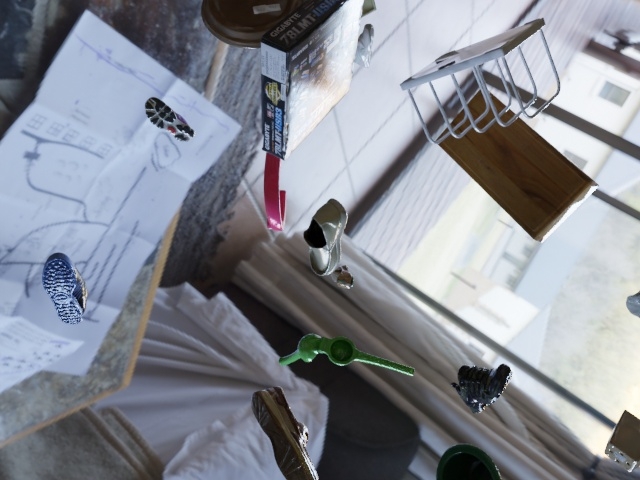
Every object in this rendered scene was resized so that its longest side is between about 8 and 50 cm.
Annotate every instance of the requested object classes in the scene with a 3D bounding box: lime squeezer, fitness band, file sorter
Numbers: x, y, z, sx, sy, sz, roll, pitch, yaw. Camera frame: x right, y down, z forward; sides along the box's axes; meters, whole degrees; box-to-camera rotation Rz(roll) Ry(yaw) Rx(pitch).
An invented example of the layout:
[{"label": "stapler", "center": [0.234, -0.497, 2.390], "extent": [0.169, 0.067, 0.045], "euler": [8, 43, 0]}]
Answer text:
[{"label": "lime squeezer", "center": [0.024, 0.232, 1.275], "extent": [0.059, 0.310, 0.110], "euler": [-59, 135, -43]}, {"label": "fitness band", "center": [-0.130, -0.157, 1.875], "extent": [0.291, 0.054, 0.209], "euler": [-91, -179, -46]}, {"label": "file sorter", "center": [0.366, -0.347, 1.455], "extent": [0.193, 0.277, 0.173], "euler": [-40, 110, -35]}]

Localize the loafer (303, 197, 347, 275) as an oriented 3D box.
[{"label": "loafer", "center": [0.000, 0.000, 1.736], "extent": [0.092, 0.102, 0.269], "euler": [-24, 143, -29]}]

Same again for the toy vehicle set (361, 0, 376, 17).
[{"label": "toy vehicle set", "center": [0.049, -0.737, 1.818], "extent": [0.166, 0.035, 0.267], "euler": [-28, 132, -5]}]

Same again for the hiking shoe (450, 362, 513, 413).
[{"label": "hiking shoe", "center": [0.408, 0.367, 1.672], "extent": [0.086, 0.114, 0.227], "euler": [-42, 164, -35]}]

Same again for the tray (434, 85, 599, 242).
[{"label": "tray", "center": [0.511, -0.210, 1.734], "extent": [0.203, 0.411, 0.076], "euler": [-50, 148, 20]}]

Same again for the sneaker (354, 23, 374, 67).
[{"label": "sneaker", "center": [0.110, -0.521, 1.735], "extent": [0.152, 0.061, 0.054], "euler": [96, 10, -64]}]

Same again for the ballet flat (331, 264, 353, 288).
[{"label": "ballet flat", "center": [0.073, 0.125, 2.340], "extent": [0.206, 0.067, 0.073], "euler": [-141, -121, -82]}]

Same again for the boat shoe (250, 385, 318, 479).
[{"label": "boat shoe", "center": [-0.084, 0.593, 1.957], "extent": [0.123, 0.342, 0.123], "euler": [-10, 144, -40]}]

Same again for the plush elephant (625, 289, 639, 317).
[{"label": "plush elephant", "center": [0.860, 0.110, 1.466], "extent": [0.330, 0.272, 0.255], "euler": [-23, 130, -24]}]

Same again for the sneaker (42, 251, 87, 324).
[{"label": "sneaker", "center": [-0.621, 0.101, 1.580], "extent": [0.081, 0.090, 0.232], "euler": [0, 134, -10]}]

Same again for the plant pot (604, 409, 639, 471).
[{"label": "plant pot", "center": [0.781, 0.515, 1.633], "extent": [0.096, 0.109, 0.109], "euler": [-40, 146, -21]}]

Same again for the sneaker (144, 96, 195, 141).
[{"label": "sneaker", "center": [-0.424, -0.339, 1.799], "extent": [0.068, 0.071, 0.170], "euler": [-38, 135, 8]}]

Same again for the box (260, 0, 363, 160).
[{"label": "box", "center": [-0.018, -0.365, 1.368], "extent": [0.295, 0.073, 0.293], "euler": [-51, 163, -32]}]

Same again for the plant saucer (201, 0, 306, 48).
[{"label": "plant saucer", "center": [-0.172, -0.611, 1.671], "extent": [0.278, 0.278, 0.041], "euler": [-46, 163, -21]}]

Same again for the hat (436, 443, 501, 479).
[{"label": "hat", "center": [0.383, 0.544, 1.488], "extent": [0.183, 0.209, 0.173], "euler": [11, 133, -43]}]
